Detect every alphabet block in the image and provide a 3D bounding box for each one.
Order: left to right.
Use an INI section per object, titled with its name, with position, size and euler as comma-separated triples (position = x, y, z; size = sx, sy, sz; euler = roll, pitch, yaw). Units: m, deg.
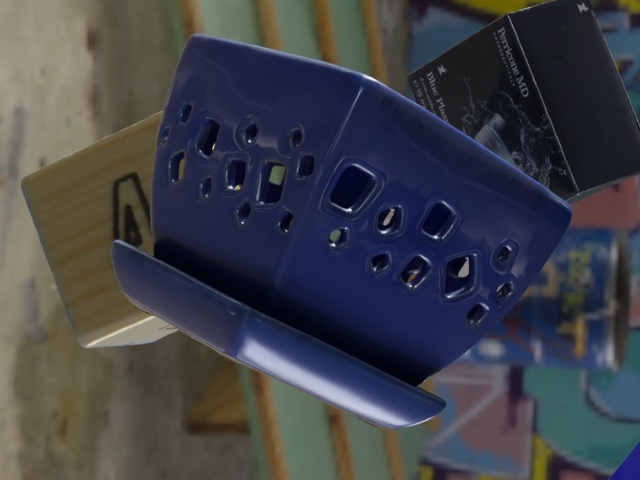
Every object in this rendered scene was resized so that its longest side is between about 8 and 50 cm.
[alphabet block]
position = -0.164, -0.011, 1.717
size = 0.193, 0.197, 0.192
euler = 68, 14, 6

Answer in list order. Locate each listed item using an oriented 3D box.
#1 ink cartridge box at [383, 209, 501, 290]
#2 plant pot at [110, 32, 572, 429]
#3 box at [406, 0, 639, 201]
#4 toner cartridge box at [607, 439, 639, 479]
[ink cartridge box]
position = 0.192, -0.027, 2.243
size = 0.139, 0.191, 0.082
euler = -47, 141, -24
[plant pot]
position = 0.000, 0.000, 1.209
size = 0.236, 0.236, 0.212
euler = 29, 86, -37
[box]
position = 0.170, -0.100, 1.351
size = 0.093, 0.158, 0.156
euler = -19, 86, -32
[toner cartridge box]
position = 0.404, 0.165, 1.448
size = 0.075, 0.165, 0.348
euler = 27, 105, -40
